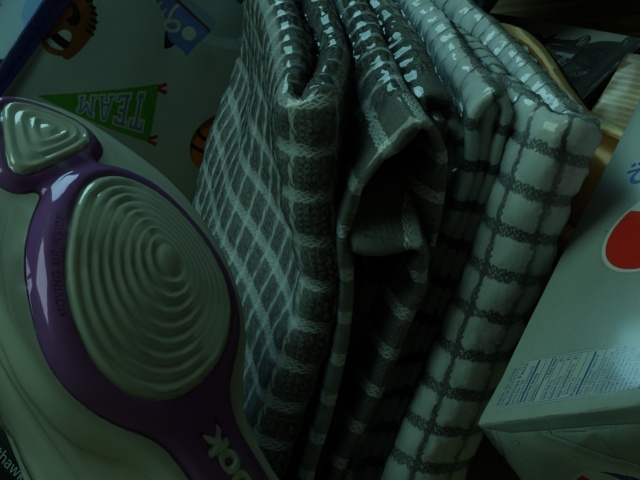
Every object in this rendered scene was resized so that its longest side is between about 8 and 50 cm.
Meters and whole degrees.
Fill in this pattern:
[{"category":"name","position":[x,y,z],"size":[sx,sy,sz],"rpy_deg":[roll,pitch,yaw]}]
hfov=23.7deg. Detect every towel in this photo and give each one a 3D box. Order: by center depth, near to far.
[{"category":"towel","position":[0.000,0.000,0.704],"size":[0.283,0.121,0.235],"rpy_deg":[-109,35,-66]}]

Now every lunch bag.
[{"category":"lunch bag","position":[-0.187,-0.112,1.206],"size":[0.385,0.239,0.328],"rpy_deg":[-50,19,19]}]

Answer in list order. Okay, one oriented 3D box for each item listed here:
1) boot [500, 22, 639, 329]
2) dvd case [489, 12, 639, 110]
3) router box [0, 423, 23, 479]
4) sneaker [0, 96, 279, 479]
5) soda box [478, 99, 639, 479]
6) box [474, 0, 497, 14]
[{"category":"boot","position":[0.091,-0.029,0.775],"size":[0.197,0.073,0.152],"rpy_deg":[15,68,54]},{"category":"dvd case","position":[0.084,-0.071,0.950],"size":[0.179,0.029,0.239],"rpy_deg":[-42,22,-6]},{"category":"router box","position":[-0.134,0.173,0.632],"size":[0.046,0.179,0.133],"rpy_deg":[-8,37,49]},{"category":"sneaker","position":[-0.081,0.095,0.566],"size":[0.152,0.305,0.114],"rpy_deg":[-31,-7,38]},{"category":"soda box","position":[0.170,-0.004,0.597],"size":[0.091,0.098,0.286],"rpy_deg":[-14,34,44]},{"category":"box","position":[0.110,-0.309,0.958],"size":[0.290,0.177,0.279],"rpy_deg":[-55,-3,-44]}]
